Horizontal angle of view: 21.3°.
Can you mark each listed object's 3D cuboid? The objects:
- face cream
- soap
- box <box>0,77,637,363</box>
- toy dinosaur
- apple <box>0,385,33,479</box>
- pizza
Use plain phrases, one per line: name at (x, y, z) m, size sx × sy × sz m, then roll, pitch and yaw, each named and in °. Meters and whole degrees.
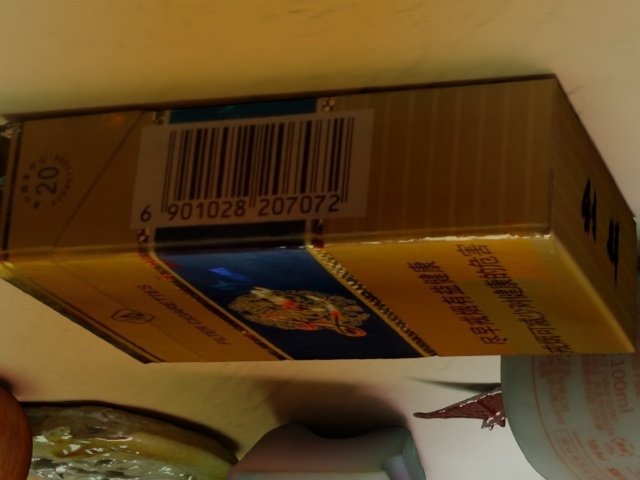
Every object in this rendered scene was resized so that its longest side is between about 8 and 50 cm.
face cream at (0.204, 0.050, 0.736) m, size 0.252 × 0.101 × 0.101 m, roll -13°, pitch 153°, yaw 41°
soap at (0.011, 0.227, 1.158) m, size 0.109 × 0.192 × 0.324 m, roll 4°, pitch 162°, yaw 10°
box at (0.000, 0.001, 0.703) m, size 0.237 × 0.070 × 0.152 m, roll -1°, pitch 160°, yaw 23°
toy dinosaur at (0.165, 0.107, 1.014) m, size 0.220 × 0.032 × 0.108 m, roll 4°, pitch 158°, yaw -1°
apple at (-0.251, 0.141, 1.120) m, size 0.126 × 0.102 × 0.126 m, roll 6°, pitch 160°, yaw 2°
pizza at (-0.190, 0.151, 1.234) m, size 0.262 × 0.034 × 0.181 m, roll 5°, pitch 161°, yaw 3°
